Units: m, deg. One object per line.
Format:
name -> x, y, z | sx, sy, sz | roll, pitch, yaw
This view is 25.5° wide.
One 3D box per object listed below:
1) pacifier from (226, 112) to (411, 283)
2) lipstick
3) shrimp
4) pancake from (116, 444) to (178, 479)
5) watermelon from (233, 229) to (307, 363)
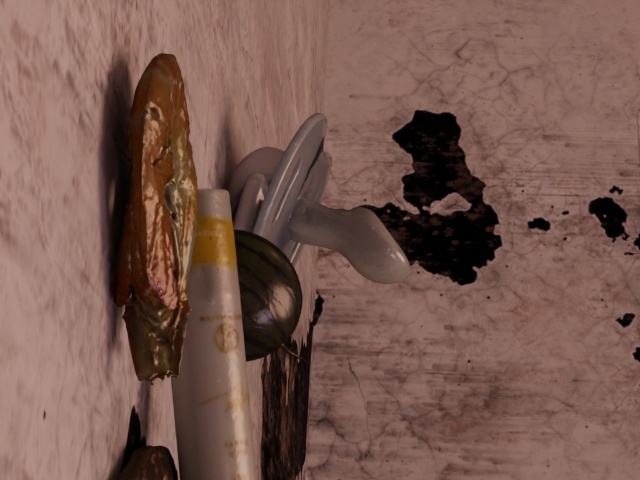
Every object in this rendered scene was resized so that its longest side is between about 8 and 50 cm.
pacifier -> 0.000, 0.000, 1.511 | 0.279, 0.207, 0.227 | 79, 31, -74
lipstick -> -0.083, 0.095, 1.048 | 0.059, 0.059, 0.264 | 68, 16, -82
shrimp -> -0.110, -0.016, 0.915 | 0.115, 0.051, 0.217 | 32, 61, -79
pancake -> -0.124, 0.280, 0.979 | 0.286, 0.033, 0.288 | 90, 4, -49
watermelon -> -0.059, 0.054, 1.135 | 0.105, 0.133, 0.105 | -47, -179, 1
